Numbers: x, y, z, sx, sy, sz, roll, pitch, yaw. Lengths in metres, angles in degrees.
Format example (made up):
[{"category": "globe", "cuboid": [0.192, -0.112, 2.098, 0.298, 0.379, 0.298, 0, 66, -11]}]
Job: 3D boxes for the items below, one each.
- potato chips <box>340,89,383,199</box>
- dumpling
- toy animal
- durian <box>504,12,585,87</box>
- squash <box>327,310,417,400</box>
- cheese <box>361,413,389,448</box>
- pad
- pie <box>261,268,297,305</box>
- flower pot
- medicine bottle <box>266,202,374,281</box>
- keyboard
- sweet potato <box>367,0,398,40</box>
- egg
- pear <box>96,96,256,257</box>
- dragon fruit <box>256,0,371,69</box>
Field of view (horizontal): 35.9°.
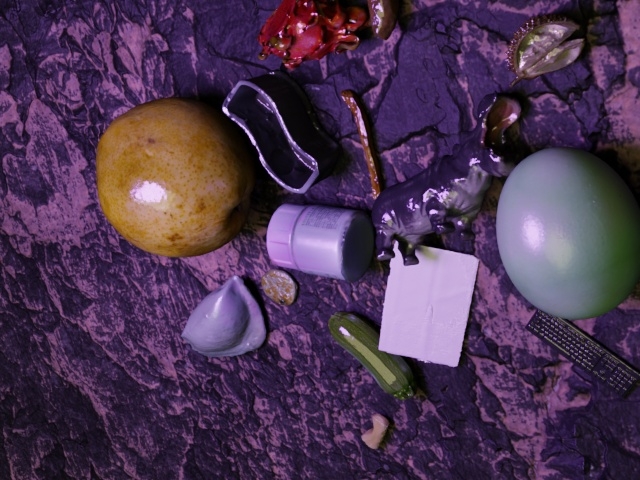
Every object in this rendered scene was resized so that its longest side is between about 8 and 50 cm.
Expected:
[{"category": "potato chips", "cuboid": [0.080, -0.173, 1.769, 0.037, 0.026, 0.203, -9, 105, 39]}, {"category": "dumpling", "cuboid": [-0.193, 0.163, 2.055, 0.216, 0.149, 0.104, -55, 38, 29]}, {"category": "toy animal", "cuboid": [0.221, -0.087, 1.647, 0.343, 0.106, 0.168, -42, 48, 34]}, {"category": "durian", "cuboid": [0.333, -0.297, 1.519, 0.110, 0.071, 0.140, 32, 116, -28]}, {"category": "squash", "cuboid": [0.103, 0.217, 1.890, 0.077, 0.068, 0.219, -45, 81, 15]}, {"category": "cheese", "cuboid": [0.111, 0.380, 1.977, 0.044, 0.030, 0.083, 28, 128, 14]}, {"category": "pad", "cuboid": [0.192, 0.118, 1.795, 0.157, 0.004, 0.231, 12, 114, 10]}, {"category": "pie", "cuboid": [-0.084, 0.093, 1.992, 0.085, 0.017, 0.085, 14, 118, 28]}, {"category": "flower pot", "cuboid": [-0.063, -0.200, 1.800, 0.103, 0.108, 0.229, -39, 87, 38]}, {"category": "medicine bottle", "cuboid": [0.000, 0.000, 1.825, 0.169, 0.135, 0.135, 8, 114, 29]}, {"category": "keyboard", "cuboid": [0.447, 0.188, 1.688, 0.202, 0.011, 0.067, 37, 126, 16]}, {"category": "sweet potato", "cuboid": [0.077, -0.465, 1.622, 0.075, 0.075, 0.273, -12, 105, 36]}, {"category": "egg", "cuboid": [0.383, -0.012, 1.515, 0.221, 0.220, 0.269, -9, 95, 36]}, {"category": "pear", "cuboid": [-0.263, -0.111, 1.852, 0.304, 0.304, 0.303, 13, 116, 28]}, {"category": "dragon fruit", "cuboid": [-0.011, -0.367, 1.687, 0.208, 0.133, 0.150, -5, 148, 6]}]
